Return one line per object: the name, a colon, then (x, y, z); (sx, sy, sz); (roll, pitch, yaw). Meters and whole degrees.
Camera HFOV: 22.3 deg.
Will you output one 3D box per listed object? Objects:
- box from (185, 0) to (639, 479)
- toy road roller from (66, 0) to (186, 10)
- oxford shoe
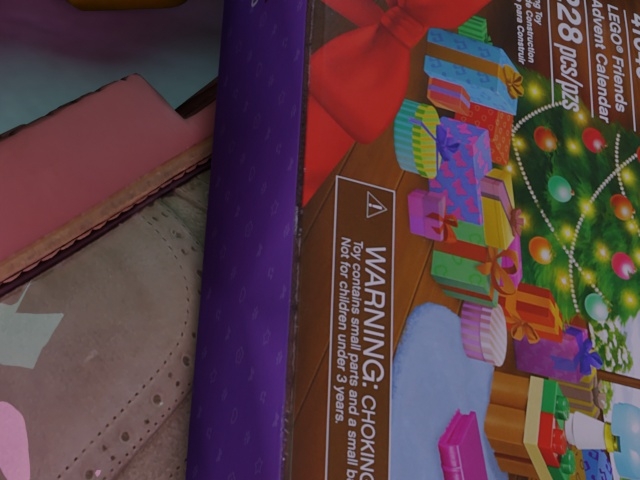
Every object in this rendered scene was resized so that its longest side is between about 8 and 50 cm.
box: (0.067, 0.070, 0.399); (0.200, 0.057, 0.293); (15, 61, -25)
toy road roller: (-0.081, -0.229, 0.527); (0.240, 0.330, 0.202); (0, 44, 10)
oxford shoe: (0.000, 0.000, 0.511); (0.348, 0.123, 0.130); (-31, 90, -39)
